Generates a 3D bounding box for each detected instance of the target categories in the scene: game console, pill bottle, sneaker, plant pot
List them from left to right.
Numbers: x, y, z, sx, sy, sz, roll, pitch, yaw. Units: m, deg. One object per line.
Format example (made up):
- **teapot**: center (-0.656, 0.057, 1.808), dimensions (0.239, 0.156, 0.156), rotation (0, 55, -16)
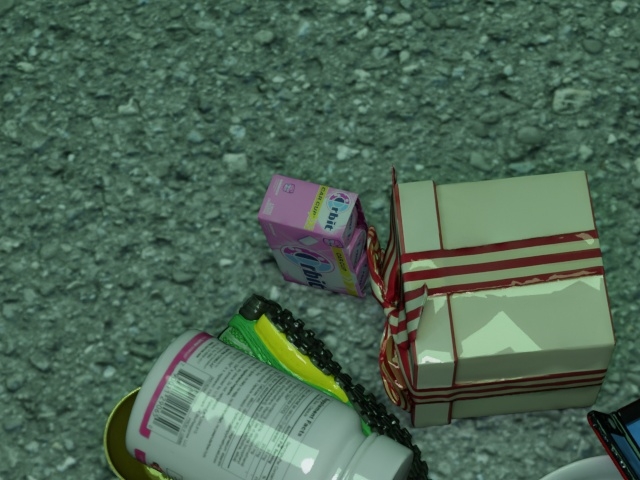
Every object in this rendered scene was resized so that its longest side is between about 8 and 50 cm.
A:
- **plant pot**: center (-0.180, 0.244, 1.896), dimensions (0.134, 0.095, 0.134), rotation (-1, 65, 2)
- **pill bottle**: center (-0.054, 0.225, 1.759), dimensions (0.283, 0.160, 0.160), rotation (26, 69, 13)
- **sneaker**: center (0.000, 0.228, 1.898), dimensions (0.343, 0.134, 0.146), rotation (45, 100, 15)
- **game console**: center (0.367, 0.228, 1.738), dimensions (0.085, 0.124, 0.144), rotation (-37, 67, 14)

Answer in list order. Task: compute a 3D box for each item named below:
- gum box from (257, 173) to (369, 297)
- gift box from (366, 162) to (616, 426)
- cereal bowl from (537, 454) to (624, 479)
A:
- **gum box**: center (0.000, 0.000, 1.952), dimensions (0.107, 0.188, 0.062), rotation (14, 67, 16)
- **gift box**: center (0.187, 0.054, 1.876), dimensions (0.258, 0.276, 0.255), rotation (-6, 61, 1)
- **cereal bowl**: center (0.331, 0.413, 1.775), dimensions (0.338, 0.141, 0.339), rotation (-1, 66, 2)
